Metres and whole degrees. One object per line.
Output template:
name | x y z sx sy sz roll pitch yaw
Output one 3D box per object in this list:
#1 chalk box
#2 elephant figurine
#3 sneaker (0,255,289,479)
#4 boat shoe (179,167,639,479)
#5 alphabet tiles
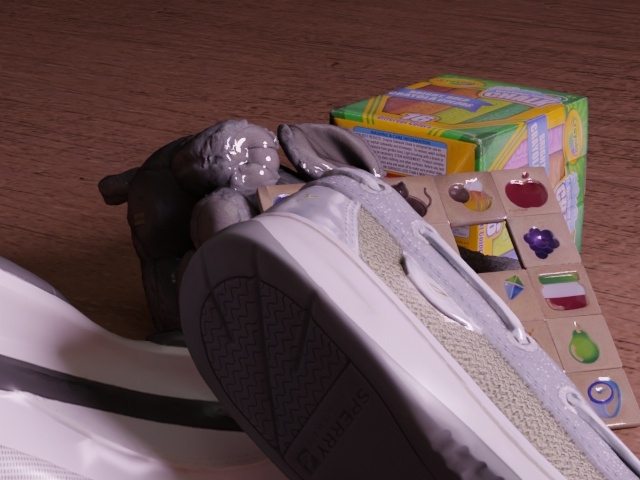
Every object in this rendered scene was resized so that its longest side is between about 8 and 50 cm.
chalk box | 0.117 -0.047 1.377 0.132 0.132 0.213 12 21 32
elephant figurine | 0.000 0.000 1.258 0.239 0.186 0.169 1 -29 -31
sneaker | -0.084 0.166 0.743 0.447 0.257 0.169 19 -32 -25
boat shoe | 0.083 0.104 0.698 0.320 0.118 0.103 45 46 10
alphabet tiles | 0.057 0.041 1.111 0.237 0.009 0.198 -5 55 -17
